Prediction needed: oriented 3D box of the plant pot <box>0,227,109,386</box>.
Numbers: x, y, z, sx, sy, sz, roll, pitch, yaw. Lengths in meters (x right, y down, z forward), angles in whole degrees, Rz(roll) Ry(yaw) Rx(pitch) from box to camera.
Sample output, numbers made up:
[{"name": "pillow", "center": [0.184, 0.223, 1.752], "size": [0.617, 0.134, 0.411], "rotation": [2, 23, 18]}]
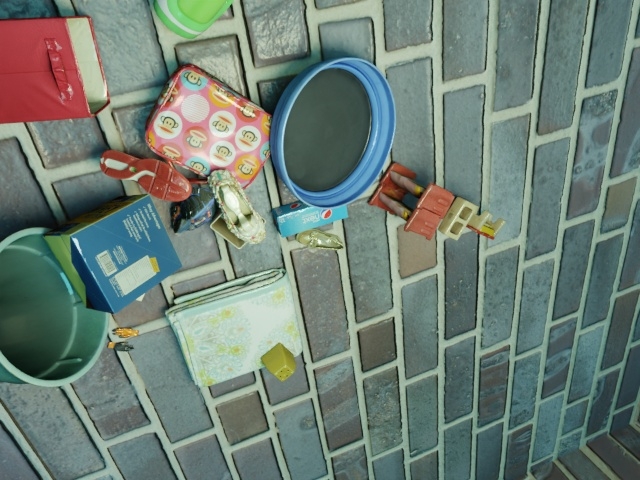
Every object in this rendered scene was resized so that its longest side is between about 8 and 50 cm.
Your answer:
[{"name": "plant pot", "center": [-0.726, 0.175, 1.003], "size": [0.333, 0.341, 0.341], "rotation": [-14, 122, 12]}]

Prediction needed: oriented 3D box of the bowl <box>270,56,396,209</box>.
[{"name": "bowl", "center": [0.038, -0.277, 1.184], "size": [0.391, 0.077, 0.391], "rotation": [-21, 126, -33]}]

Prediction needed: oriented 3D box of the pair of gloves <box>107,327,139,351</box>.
[{"name": "pair of gloves", "center": [-0.579, 0.292, 1.321], "size": [0.074, 0.010, 0.083], "rotation": [15, 109, -27]}]

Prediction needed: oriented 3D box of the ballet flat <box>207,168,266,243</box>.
[{"name": "ballet flat", "center": [-0.207, -0.069, 1.133], "size": [0.091, 0.077, 0.241], "rotation": [-32, 125, -3]}]

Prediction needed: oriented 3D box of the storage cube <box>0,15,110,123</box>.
[{"name": "storage cube", "center": [-0.561, -0.347, 0.906], "size": [0.193, 0.215, 0.184], "rotation": [-8, 118, -11]}]

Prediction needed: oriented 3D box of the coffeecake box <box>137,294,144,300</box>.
[{"name": "coffeecake box", "center": [-0.538, 0.063, 1.192], "size": [0.185, 0.068, 0.142], "rotation": [22, 104, -29]}]

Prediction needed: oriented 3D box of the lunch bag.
[{"name": "lunch bag", "center": [-0.271, -0.254, 1.112], "size": [0.293, 0.120, 0.258], "rotation": [28, 103, -30]}]

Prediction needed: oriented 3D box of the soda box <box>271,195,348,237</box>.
[{"name": "soda box", "center": [-0.030, -0.080, 1.321], "size": [0.210, 0.067, 0.071], "rotation": [-18, 120, -12]}]

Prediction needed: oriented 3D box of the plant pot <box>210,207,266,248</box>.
[{"name": "plant pot", "center": [-0.232, -0.063, 1.234], "size": [0.109, 0.096, 0.109], "rotation": [-45, 121, 4]}]

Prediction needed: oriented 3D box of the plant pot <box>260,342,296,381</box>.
[{"name": "plant pot", "center": [-0.125, 0.390, 1.410], "size": [0.081, 0.083, 0.081], "rotation": [-38, 124, 1]}]

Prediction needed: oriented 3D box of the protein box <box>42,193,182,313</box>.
[{"name": "protein box", "center": [-0.469, 0.025, 1.040], "size": [0.201, 0.135, 0.200], "rotation": [-42, 123, -44]}]

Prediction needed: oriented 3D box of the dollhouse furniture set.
[{"name": "dollhouse furniture set", "center": [0.365, -0.086, 1.405], "size": [0.374, 0.201, 0.152], "rotation": [19, 106, -34]}]

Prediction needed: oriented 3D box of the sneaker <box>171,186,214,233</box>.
[{"name": "sneaker", "center": [-0.316, -0.082, 1.155], "size": [0.087, 0.221, 0.083], "rotation": [-10, 82, -35]}]

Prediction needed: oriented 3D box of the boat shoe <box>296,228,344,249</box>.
[{"name": "boat shoe", "center": [0.000, 0.002, 1.384], "size": [0.152, 0.048, 0.056], "rotation": [13, 109, -26]}]

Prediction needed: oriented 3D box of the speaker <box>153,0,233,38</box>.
[{"name": "speaker", "center": [-0.216, -0.556, 0.914], "size": [0.131, 0.131, 0.296], "rotation": [34, 130, -31]}]

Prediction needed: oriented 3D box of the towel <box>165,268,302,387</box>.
[{"name": "towel", "center": [-0.254, 0.274, 1.399], "size": [0.374, 0.090, 0.321], "rotation": [-16, 122, -14]}]

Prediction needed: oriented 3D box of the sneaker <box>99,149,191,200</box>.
[{"name": "sneaker", "center": [-0.399, -0.165, 1.088], "size": [0.221, 0.128, 0.087], "rotation": [25, 104, 0]}]
